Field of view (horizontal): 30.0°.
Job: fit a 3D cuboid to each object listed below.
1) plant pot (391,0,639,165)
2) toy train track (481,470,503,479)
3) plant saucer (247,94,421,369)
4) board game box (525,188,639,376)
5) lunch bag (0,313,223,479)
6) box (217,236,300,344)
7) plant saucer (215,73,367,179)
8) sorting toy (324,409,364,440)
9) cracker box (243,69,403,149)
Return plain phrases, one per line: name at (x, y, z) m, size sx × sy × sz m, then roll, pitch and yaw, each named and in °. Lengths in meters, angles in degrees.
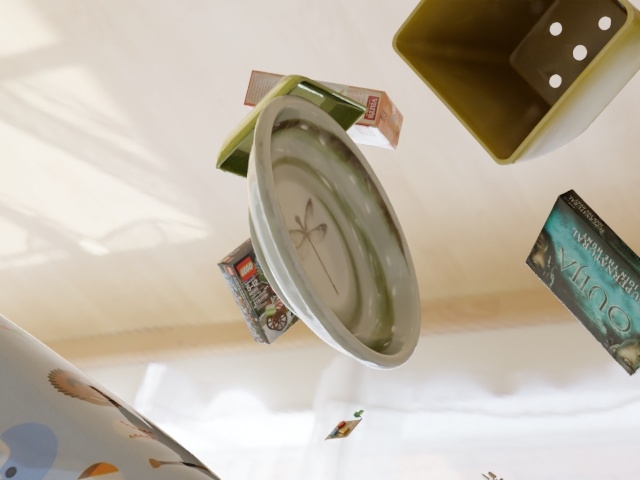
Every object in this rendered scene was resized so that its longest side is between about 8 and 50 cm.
plant pot at (0.251, -0.222, 1.335) m, size 0.187 × 0.212 × 0.212 m, roll 2°, pitch 134°, yaw -52°
toy train track at (0.248, 0.345, 1.658) m, size 0.048 × 0.014 × 0.083 m, roll 35°, pitch 156°, yaw 45°
plant saucer at (0.000, 0.000, 1.636) m, size 0.100 × 0.400 × 0.400 m, roll -25°, pitch 132°, yaw 24°
board game box at (0.316, 0.048, 1.345) m, size 0.026 × 0.186 × 0.126 m, roll -24°, pitch 150°, yaw -29°
lunch bag at (-0.161, 0.246, 0.841) m, size 0.328 × 0.239 × 0.385 m, roll 30°, pitch 155°, yaw 36°
box at (-0.049, 0.042, 1.995) m, size 0.044 × 0.233 × 0.159 m, roll 6°, pitch 128°, yaw 49°
plant saucer at (-0.049, -0.165, 1.747) m, size 0.188 × 0.045 × 0.188 m, roll -44°, pitch 153°, yaw 18°
sorting toy at (0.047, 0.335, 2.177) m, size 0.062 × 0.083 × 0.012 m, roll -20°, pitch 105°, yaw 40°
cracker box at (0.008, -0.215, 1.981) m, size 0.232 × 0.067 × 0.156 m, roll 11°, pitch 174°, yaw 17°
